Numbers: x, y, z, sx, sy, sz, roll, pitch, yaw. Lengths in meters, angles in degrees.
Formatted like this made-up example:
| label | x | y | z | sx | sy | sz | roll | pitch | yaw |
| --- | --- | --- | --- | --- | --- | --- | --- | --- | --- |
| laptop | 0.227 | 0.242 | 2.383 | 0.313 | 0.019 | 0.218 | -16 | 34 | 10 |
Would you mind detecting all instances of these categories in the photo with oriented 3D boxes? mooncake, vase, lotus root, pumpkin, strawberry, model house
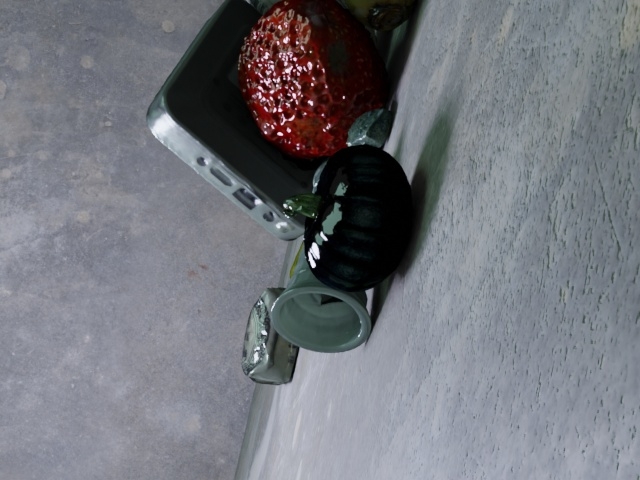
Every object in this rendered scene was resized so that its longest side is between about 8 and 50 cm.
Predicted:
| label | x | y | z | sx | sy | sz | roll | pitch | yaw |
| --- | --- | --- | --- | --- | --- | --- | --- | --- | --- |
| mooncake | -0.123 | 0.238 | 2.324 | 0.254 | 0.136 | 0.250 | 128 | 151 | -79 |
| vase | 0.023 | 0.010 | 1.371 | 0.143 | 0.143 | 0.299 | 109 | 176 | -46 |
| lotus root | 0.105 | -0.494 | 1.610 | 0.154 | 0.154 | 0.278 | 115 | 161 | -65 |
| pumpkin | 0.047 | -0.029 | 1.179 | 0.194 | 0.150 | 0.194 | -20 | 63 | 45 |
| strawberry | 0.000 | -0.309 | 1.670 | 0.310 | 0.291 | 0.292 | -39 | 33 | 48 |
| model house | 0.090 | -0.180 | 1.572 | 0.083 | 0.066 | 0.079 | -8 | 57 | 66 |

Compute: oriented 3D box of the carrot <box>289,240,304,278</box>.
| label | x | y | z | sx | sy | sz | roll | pitch | yaw |
| --- | --- | --- | --- | --- | --- | --- | --- | --- | --- |
| carrot | 0.000 | 0.000 | 1.983 | 0.359 | 0.074 | 0.074 | 114 | 168 | -52 |

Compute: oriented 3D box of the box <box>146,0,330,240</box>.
| label | x | y | z | sx | sy | sz | roll | pitch | yaw |
| --- | --- | --- | --- | --- | --- | --- | --- | --- | --- |
| box | -0.115 | -0.244 | 1.829 | 0.111 | 0.396 | 0.397 | -31 | 27 | 43 |

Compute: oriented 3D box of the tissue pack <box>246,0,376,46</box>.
| label | x | y | z | sx | sy | sz | roll | pitch | yaw |
| --- | --- | --- | --- | --- | --- | --- | --- | --- | --- |
| tissue pack | -0.027 | -0.505 | 1.994 | 0.195 | 0.375 | 0.390 | -39 | 4 | -1 |
